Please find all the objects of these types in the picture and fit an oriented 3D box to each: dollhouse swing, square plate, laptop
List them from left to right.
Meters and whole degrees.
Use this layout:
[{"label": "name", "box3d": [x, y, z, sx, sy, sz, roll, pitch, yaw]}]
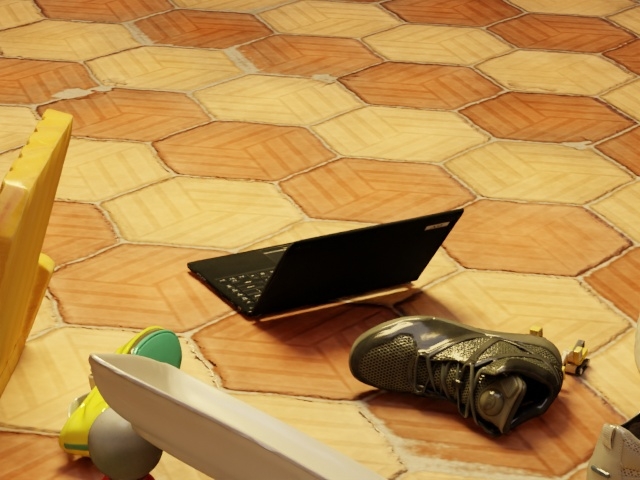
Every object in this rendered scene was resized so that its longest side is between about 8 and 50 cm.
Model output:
[{"label": "dollhouse swing", "box3d": [-0.419, 0.039, 1.747, 0.315, 0.305, 0.347, 3, 23, 3]}, {"label": "square plate", "box3d": [-0.018, 0.194, 1.448, 0.344, 0.049, 0.347, 28, -2, 7]}, {"label": "laptop", "box3d": [0.000, 0.000, 2.084, 0.234, 0.136, 0.264, -10, 25, -28]}]

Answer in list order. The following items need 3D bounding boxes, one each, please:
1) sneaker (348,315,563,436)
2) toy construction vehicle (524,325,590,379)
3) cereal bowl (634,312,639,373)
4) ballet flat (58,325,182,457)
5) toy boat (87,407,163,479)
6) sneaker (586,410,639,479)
[{"label": "sneaker", "box3d": [0.141, 0.140, 1.817, 0.227, 0.087, 0.130, 8, 16, 2]}, {"label": "toy construction vehicle", "box3d": [0.250, 0.124, 1.931, 0.086, 0.035, 0.098, 13, 25, 27]}, {"label": "cereal bowl", "box3d": [0.518, 0.084, 1.910, 0.339, 0.141, 0.339, 2, 23, -1]}, {"label": "ballet flat", "box3d": [-0.210, 0.154, 1.789, 0.077, 0.077, 0.231, -10, 21, 17]}, {"label": "toy boat", "box3d": [-0.259, 0.246, 1.454, 0.267, 0.148, 0.318, 21, 30, 39]}, {"label": "sneaker", "box3d": [0.368, 0.191, 1.668, 0.281, 0.115, 0.105, -17, 29, -38]}]
